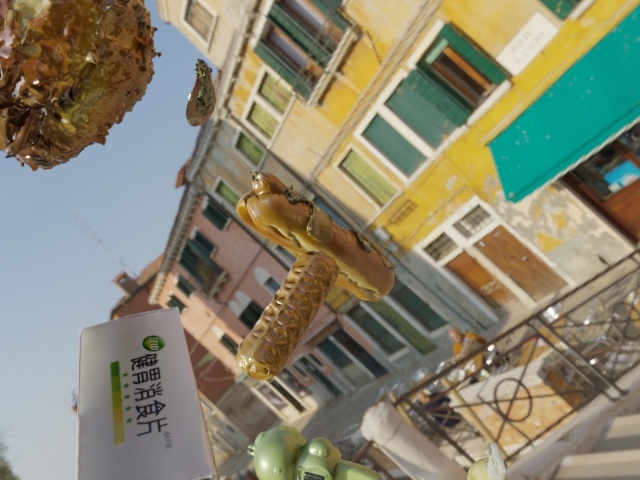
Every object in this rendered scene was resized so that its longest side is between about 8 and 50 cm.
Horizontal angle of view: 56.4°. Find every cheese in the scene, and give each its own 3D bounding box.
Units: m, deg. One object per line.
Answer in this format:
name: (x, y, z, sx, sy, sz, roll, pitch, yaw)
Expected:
cheese: (0.248, 0.351, 0.850, 0.050, 0.127, 0.255, -12, -43, 2)

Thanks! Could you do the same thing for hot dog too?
hot dog: (0.000, 0.000, 0.750, 0.109, 0.269, 0.072, 21, 77, 51)

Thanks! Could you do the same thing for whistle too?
whistle: (-0.015, 0.478, 1.294, 0.141, 0.294, 0.141, 7, -90, -87)

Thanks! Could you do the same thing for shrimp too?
shrimp: (-0.283, -0.349, 1.419, 0.101, 0.042, 0.190, -47, -19, -37)

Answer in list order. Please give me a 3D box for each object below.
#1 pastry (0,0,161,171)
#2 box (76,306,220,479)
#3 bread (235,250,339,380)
pastry: (-0.453, -0.291, 0.946, 0.337, 0.405, 0.292, -68, -26, -5)
box: (-0.213, 0.252, 0.747, 0.145, 0.173, 0.333, -14, 32, -14)
bread: (-0.033, 0.078, 0.638, 0.157, 0.052, 0.044, -57, -13, -21)
